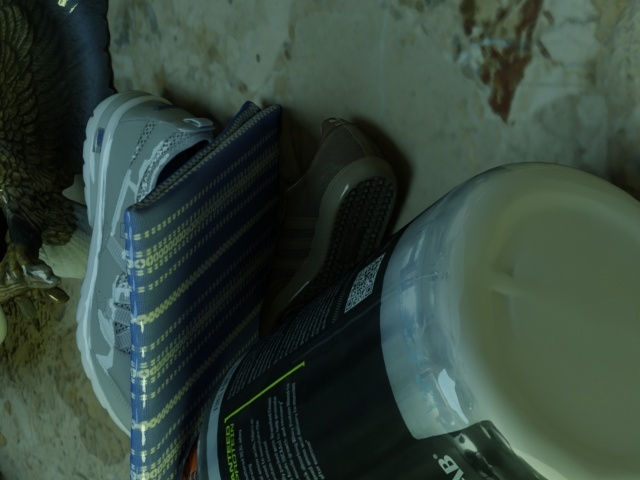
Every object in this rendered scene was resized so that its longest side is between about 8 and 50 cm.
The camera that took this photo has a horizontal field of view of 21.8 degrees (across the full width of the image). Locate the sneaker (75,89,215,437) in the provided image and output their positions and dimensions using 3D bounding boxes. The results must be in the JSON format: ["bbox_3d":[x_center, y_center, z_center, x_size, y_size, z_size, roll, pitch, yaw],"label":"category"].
[{"bbox_3d":[-0.117,0.032,1.246,0.115,0.105,0.281,12,113,49],"label":"sneaker"}]

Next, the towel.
[{"bbox_3d":[-0.084,0.093,1.139,0.040,0.243,0.336,9,114,15],"label":"towel"}]

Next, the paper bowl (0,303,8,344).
[{"bbox_3d":[-0.385,0.031,1.498,0.284,0.148,0.284,59,168,20],"label":"paper bowl"}]

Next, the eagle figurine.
[{"bbox_3d":[-0.273,-0.091,1.308,0.225,0.226,0.298,139,121,-67],"label":"eagle figurine"}]

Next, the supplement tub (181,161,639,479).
[{"bbox_3d":[0.061,0.112,0.976,0.338,0.207,0.207,-39,74,51],"label":"supplement tub"}]

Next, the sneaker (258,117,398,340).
[{"bbox_3d":[0.000,0.000,1.138,0.188,0.066,0.071,-63,39,37],"label":"sneaker"}]
